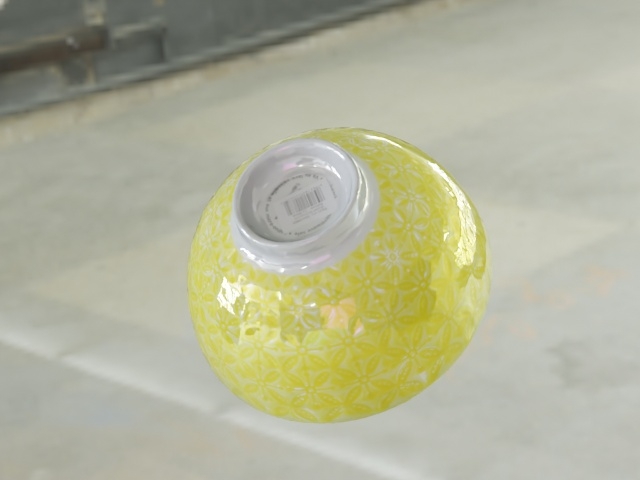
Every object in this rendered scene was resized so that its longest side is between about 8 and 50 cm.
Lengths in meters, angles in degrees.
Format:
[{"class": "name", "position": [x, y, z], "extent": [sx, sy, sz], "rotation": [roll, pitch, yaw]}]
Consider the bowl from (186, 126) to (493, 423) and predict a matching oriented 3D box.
[{"class": "bowl", "position": [0.000, 0.000, 1.520], "extent": [0.289, 0.156, 0.289], "rotation": [-9, 55, 12]}]
